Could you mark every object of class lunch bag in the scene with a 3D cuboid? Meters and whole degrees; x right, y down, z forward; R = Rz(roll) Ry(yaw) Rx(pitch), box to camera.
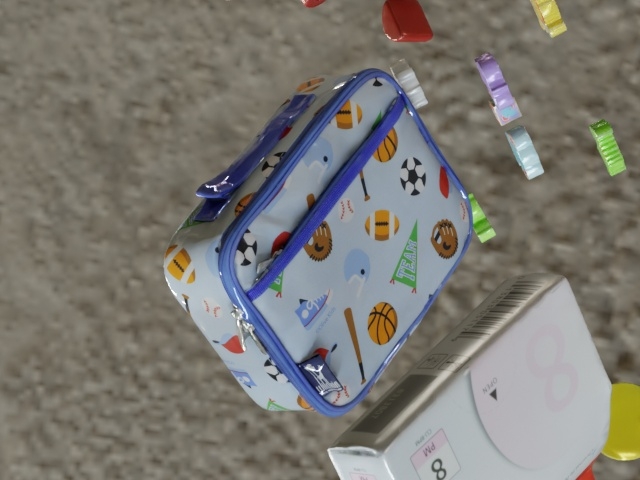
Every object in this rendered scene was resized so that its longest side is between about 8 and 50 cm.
[{"bbox_3d":[0.000,0.000,1.694,0.115,0.243,0.303,1,44,44],"label":"lunch bag"}]

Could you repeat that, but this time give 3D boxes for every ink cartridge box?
[{"bbox_3d":[0.123,0.166,1.157,0.066,0.189,0.232,-5,119,51],"label":"ink cartridge box"}]

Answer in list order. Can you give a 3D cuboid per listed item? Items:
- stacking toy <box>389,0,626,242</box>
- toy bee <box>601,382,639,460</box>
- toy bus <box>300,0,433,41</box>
[{"bbox_3d":[0.185,-0.118,1.788,0.167,0.221,0.052,-27,25,2],"label":"stacking toy"},{"bbox_3d":[0.277,0.140,1.259,0.195,0.298,0.162,8,106,16],"label":"toy bee"},{"bbox_3d":[0.022,-0.255,1.414,0.104,0.191,0.202,126,160,-46],"label":"toy bus"}]
